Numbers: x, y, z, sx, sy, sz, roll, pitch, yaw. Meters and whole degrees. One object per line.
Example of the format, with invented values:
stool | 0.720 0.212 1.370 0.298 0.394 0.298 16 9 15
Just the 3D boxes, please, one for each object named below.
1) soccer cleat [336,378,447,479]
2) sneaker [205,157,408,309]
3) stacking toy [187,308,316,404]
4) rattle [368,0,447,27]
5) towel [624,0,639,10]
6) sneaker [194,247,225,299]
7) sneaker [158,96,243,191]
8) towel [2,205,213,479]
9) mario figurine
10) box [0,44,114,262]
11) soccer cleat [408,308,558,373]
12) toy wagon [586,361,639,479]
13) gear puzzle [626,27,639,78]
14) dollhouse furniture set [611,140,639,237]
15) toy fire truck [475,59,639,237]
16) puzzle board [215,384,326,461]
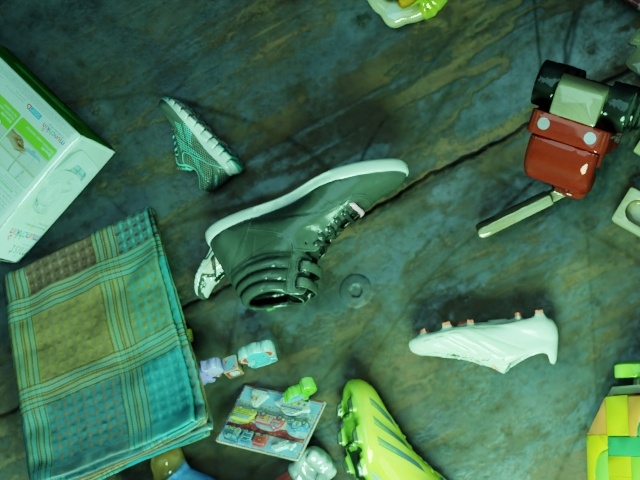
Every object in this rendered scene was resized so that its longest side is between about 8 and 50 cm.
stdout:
soccer cleat | 0.108 0.313 1.629 0.121 0.093 0.289 -15 71 -18
sneaker | 0.000 0.000 1.673 0.296 0.104 0.146 -24 69 8
stacking toy | -0.120 0.165 1.695 0.221 0.052 0.167 -21 58 11
rattle | 0.094 -0.403 1.708 0.130 0.143 0.199 -17 83 32
towel | 0.526 -0.368 1.620 0.329 0.037 0.237 38 90 17
sneaker | -0.143 0.035 1.754 0.044 0.040 0.109 23 88 16
sneaker | -0.188 -0.137 1.784 0.076 0.065 0.166 -45 71 9
towel | -0.311 0.151 1.728 0.271 0.040 0.370 -25 57 10
mario figurine | -0.095 0.350 1.626 0.321 0.170 0.198 13 83 19
box | -0.485 -0.138 1.833 0.262 0.127 0.231 42 95 17
soccer cleat | 0.213 0.139 1.625 0.196 0.068 0.076 -9 82 11
toy wagon | 0.418 0.268 1.420 0.068 0.344 0.267 2 81 -18
gear puzzle | 0.544 -0.305 1.567 0.175 0.044 0.339 38 88 19
dollhouse furniture set | 0.442 -0.076 1.561 0.144 0.123 0.151 33 91 18
toy fire truck | 0.295 -0.097 1.571 0.159 0.217 0.246 20 102 17
puzzle board | -0.068 0.245 1.680 0.128 0.011 0.096 9 53 26
